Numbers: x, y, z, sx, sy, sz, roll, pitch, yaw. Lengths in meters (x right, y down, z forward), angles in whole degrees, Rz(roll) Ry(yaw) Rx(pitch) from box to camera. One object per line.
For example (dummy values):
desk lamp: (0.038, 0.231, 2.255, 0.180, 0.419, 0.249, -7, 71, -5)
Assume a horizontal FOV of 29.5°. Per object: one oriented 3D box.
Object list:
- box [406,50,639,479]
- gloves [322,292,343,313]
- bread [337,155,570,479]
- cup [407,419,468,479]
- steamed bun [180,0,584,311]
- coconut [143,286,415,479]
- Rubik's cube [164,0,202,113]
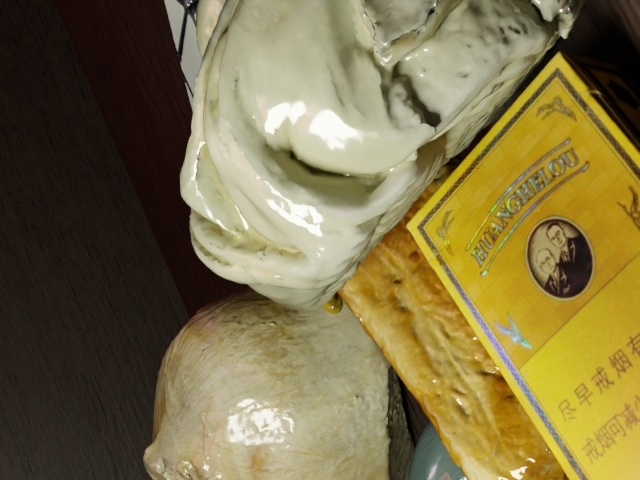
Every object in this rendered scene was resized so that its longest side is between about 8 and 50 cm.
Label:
box: (0.210, 0.039, 0.862, 0.193, 0.084, 0.301, -50, 55, 29)
gloves: (-0.001, -0.001, 1.539, 0.133, 0.116, 0.294, 43, -179, -21)
bread: (0.159, 0.087, 1.087, 0.149, 0.195, 0.344, 31, -158, -51)
cup: (0.173, 0.238, 1.289, 0.199, 0.199, 0.150, -149, 59, -65)
steamed bun: (0.015, -0.136, 0.958, 0.237, 0.346, 0.394, 42, 127, 3)
coconut: (-0.075, 0.260, 1.738, 0.405, 0.404, 0.405, 58, 161, 34)
Rubik's cube: (-0.028, -0.189, 1.293, 0.207, 0.205, 0.205, 42, 149, 55)
